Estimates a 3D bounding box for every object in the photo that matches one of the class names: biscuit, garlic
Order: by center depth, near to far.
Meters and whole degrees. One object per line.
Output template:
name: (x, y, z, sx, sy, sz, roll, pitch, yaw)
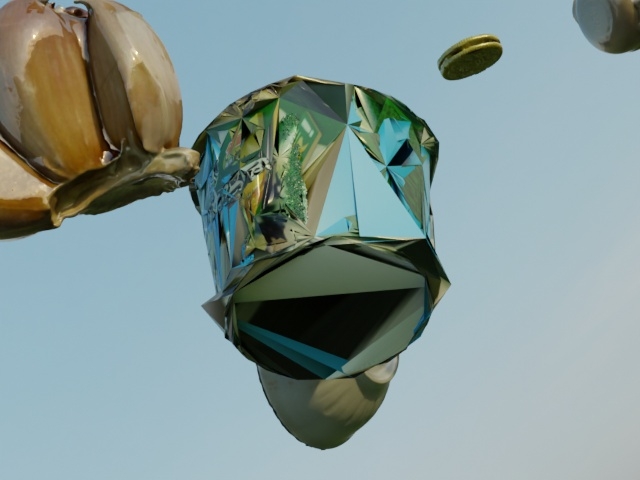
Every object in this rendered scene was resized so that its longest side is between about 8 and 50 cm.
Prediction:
garlic: (-0.211, -0.090, 1.255, 0.214, 0.191, 0.160, -26, -12, -2)
biscuit: (0.184, -0.224, 1.937, 0.084, 0.023, 0.084, -19, -18, -6)

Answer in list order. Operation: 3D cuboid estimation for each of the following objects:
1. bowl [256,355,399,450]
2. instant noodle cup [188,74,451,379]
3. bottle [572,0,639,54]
bowl: (0.023, 0.112, 1.600, 0.086, 0.189, 0.189, -18, -5, 34)
instant noodle cup: (0.000, 0.000, 1.375, 0.240, 0.178, 0.240, -4, -44, -4)
bottle: (0.327, -0.237, 1.480, 0.209, 0.097, 0.110, -22, 18, -29)
